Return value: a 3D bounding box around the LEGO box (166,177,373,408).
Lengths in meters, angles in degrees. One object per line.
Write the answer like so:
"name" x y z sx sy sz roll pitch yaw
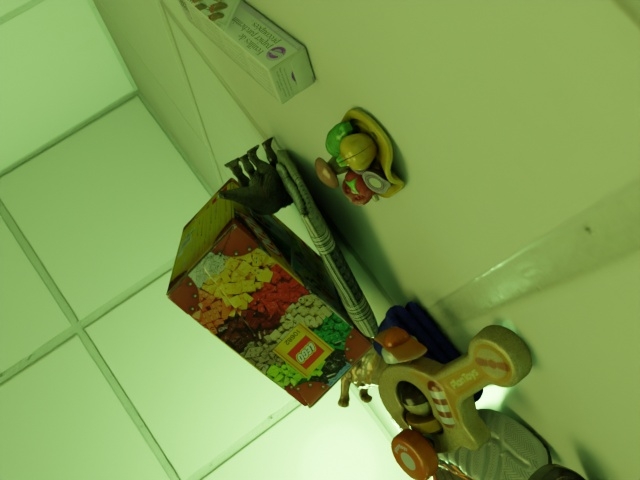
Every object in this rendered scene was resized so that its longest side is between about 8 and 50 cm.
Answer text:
"LEGO box" -0.125 0.087 1.361 0.372 0.193 0.500 42 -174 -18

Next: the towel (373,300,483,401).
"towel" 0.208 0.237 1.193 0.227 0.076 0.308 45 167 14

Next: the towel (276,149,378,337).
"towel" 0.000 0.000 1.206 0.312 0.056 0.324 61 -178 -31

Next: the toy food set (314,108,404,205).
"toy food set" 0.043 -0.099 0.845 0.128 0.071 0.218 55 170 2

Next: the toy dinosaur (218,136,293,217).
"toy dinosaur" -0.118 -0.118 1.277 0.160 0.121 0.313 58 -168 -9

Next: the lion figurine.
"lion figurine" 0.092 0.299 1.679 0.392 0.142 0.240 -130 43 -59

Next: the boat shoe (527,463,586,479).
"boat shoe" 0.413 0.449 0.834 0.355 0.132 0.130 49 162 -16

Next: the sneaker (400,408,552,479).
"sneaker" 0.312 0.385 1.096 0.180 0.124 0.321 29 162 -28

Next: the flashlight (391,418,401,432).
"flashlight" 0.279 0.566 1.824 0.304 0.103 0.103 69 -171 -57

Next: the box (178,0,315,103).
"box" -0.125 -0.319 0.920 0.324 0.063 0.067 47 168 37

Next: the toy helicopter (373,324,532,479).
"toy helicopter" 0.187 0.207 0.919 0.235 0.140 0.355 55 147 15

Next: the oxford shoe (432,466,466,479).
"oxford shoe" 0.336 0.517 1.294 0.363 0.130 0.132 -133 43 -71
